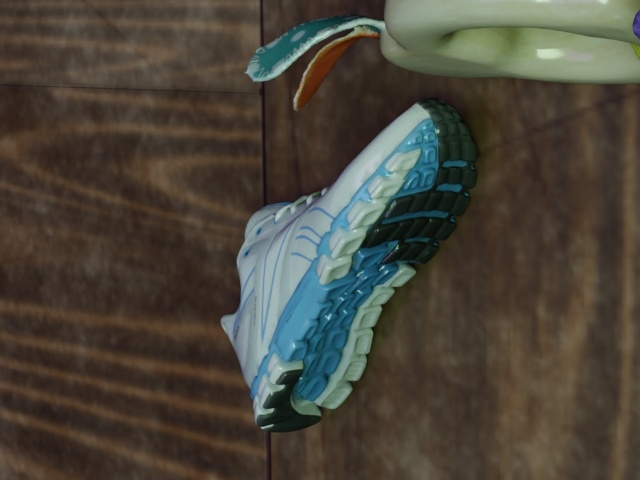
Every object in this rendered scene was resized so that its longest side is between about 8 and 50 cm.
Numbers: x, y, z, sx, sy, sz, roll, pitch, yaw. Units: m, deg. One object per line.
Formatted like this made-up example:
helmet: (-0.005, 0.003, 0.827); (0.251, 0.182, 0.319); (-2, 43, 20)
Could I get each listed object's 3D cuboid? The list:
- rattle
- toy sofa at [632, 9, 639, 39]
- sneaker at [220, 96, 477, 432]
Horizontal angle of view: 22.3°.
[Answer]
rattle: (0.064, -0.124, 0.640); (0.199, 0.130, 0.143); (5, 103, 49)
toy sofa: (0.269, -0.024, 0.414); (0.362, 0.177, 0.150); (-4, 93, 43)
sneaker: (0.000, 0.000, 0.754); (0.083, 0.071, 0.191); (55, 129, 31)
